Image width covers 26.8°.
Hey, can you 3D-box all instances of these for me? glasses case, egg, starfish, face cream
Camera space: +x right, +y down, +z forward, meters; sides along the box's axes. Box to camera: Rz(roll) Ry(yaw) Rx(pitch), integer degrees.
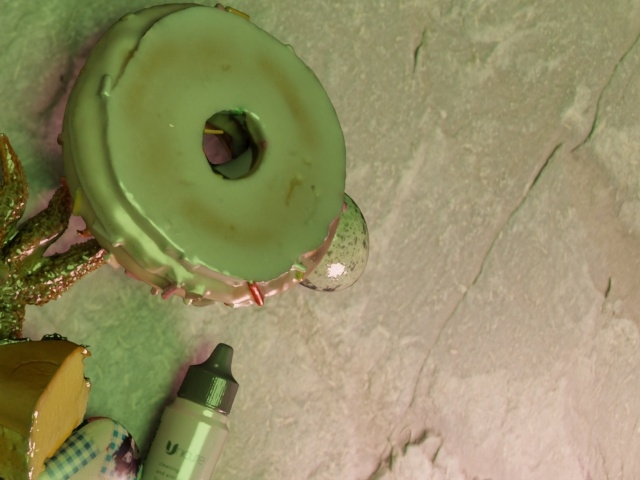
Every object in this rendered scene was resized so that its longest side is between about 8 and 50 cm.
[{"bbox_3d":[-0.355,0.334,1.598,0.327,0.076,0.125,-35,122,-26],"label":"glasses case"},{"bbox_3d":[0.000,0.000,1.777,0.132,0.132,0.172,-50,135,-20],"label":"egg"},{"bbox_3d":[-0.340,0.040,1.570,0.301,0.084,0.293,42,74,-28],"label":"starfish"},{"bbox_3d":[-0.177,0.278,1.712,0.092,0.092,0.311,28,80,-35],"label":"face cream"}]

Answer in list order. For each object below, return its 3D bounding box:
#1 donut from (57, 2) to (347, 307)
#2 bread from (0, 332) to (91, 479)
[{"bbox_3d":[-0.139,-0.095,1.596,0.382,0.142,0.383,14,65,-32],"label":"donut"},{"bbox_3d":[-0.347,0.180,1.547,0.160,0.169,0.140,-37,141,-51],"label":"bread"}]
